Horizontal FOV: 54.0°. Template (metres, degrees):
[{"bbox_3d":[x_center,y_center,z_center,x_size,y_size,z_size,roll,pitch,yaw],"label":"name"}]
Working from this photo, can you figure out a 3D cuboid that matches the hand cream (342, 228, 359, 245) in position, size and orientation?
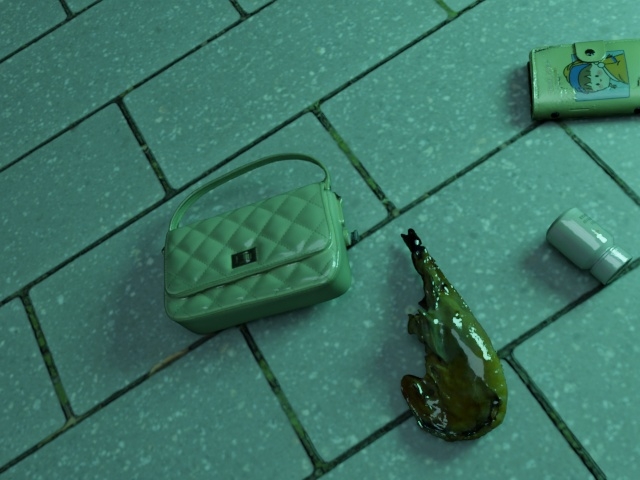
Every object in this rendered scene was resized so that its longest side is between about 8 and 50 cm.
[{"bbox_3d":[0.000,0.000,0.830,0.102,0.022,0.035,-8,67,15],"label":"hand cream"}]

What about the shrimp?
[{"bbox_3d":[0.124,0.103,0.732,0.117,0.066,0.262,-26,62,1],"label":"shrimp"}]

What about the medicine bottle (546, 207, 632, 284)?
[{"bbox_3d":[0.313,0.006,0.735,0.052,0.052,0.089,-40,64,-6],"label":"medicine bottle"}]

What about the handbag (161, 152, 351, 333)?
[{"bbox_3d":[-0.091,-0.008,0.813,0.256,0.079,0.219,-17,63,11],"label":"handbag"}]

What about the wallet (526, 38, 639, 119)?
[{"bbox_3d":[0.357,-0.215,0.829,0.155,0.039,0.110,-1,68,11],"label":"wallet"}]
